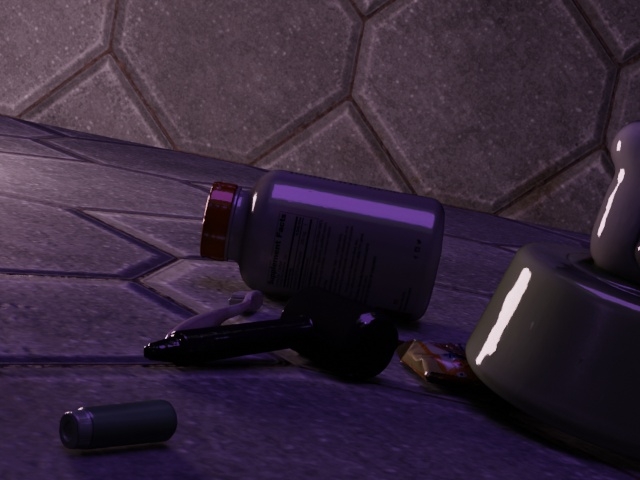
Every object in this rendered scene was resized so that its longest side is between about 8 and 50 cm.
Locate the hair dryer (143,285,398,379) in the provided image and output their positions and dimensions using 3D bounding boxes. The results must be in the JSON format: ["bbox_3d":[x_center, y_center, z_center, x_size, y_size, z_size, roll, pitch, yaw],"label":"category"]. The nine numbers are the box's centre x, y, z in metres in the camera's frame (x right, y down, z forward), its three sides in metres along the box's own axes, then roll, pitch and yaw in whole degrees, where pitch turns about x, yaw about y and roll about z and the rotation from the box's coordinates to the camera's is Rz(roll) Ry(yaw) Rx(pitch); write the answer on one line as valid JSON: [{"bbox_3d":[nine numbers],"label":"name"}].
[{"bbox_3d":[-0.048,0.092,1.104,0.248,0.070,0.114,-2,14,-41],"label":"hair dryer"}]

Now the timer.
[{"bbox_3d":[0.321,0.016,1.117,0.291,0.315,0.291,16,11,-3],"label":"timer"}]

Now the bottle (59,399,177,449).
[{"bbox_3d":[-0.141,0.129,0.825,0.083,0.030,0.030,2,12,-45],"label":"bottle"}]

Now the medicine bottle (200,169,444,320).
[{"bbox_3d":[0.000,0.000,1.461,0.289,0.157,0.157,11,8,0],"label":"medicine bottle"}]

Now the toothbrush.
[{"bbox_3d":[-0.112,0.080,1.226,0.029,0.025,0.307,4,6,12],"label":"toothbrush"}]

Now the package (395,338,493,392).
[{"bbox_3d":[0.140,0.129,1.200,0.108,0.031,0.121,8,9,-17],"label":"package"}]
